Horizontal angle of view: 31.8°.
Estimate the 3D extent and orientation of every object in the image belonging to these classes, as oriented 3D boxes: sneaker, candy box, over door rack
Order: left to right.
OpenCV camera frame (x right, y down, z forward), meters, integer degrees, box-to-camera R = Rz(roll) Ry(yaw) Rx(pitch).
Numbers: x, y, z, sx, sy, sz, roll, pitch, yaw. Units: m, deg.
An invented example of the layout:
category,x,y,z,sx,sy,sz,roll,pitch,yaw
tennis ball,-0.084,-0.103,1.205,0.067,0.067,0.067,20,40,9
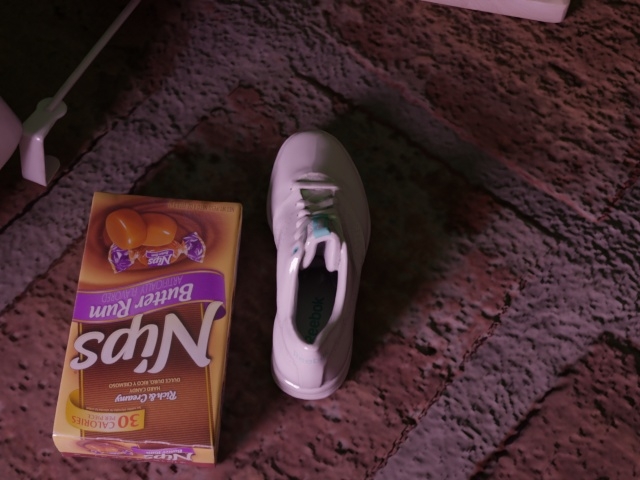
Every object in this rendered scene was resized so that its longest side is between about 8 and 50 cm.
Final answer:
category,x,y,z,sx,sy,sz,roll,pitch,yaw
over door rack,-0.253,-0.230,0.900,0.239,0.108,0.324,21,64,8
candy box,-0.117,0.060,0.789,0.109,0.053,0.187,4,64,-2
sneaker,0.000,0.000,0.802,0.080,0.094,0.212,0,62,-2

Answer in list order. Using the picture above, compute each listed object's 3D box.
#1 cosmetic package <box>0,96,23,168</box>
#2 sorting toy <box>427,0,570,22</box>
category,x,y,z,sx,sy,sz,roll,pitch,yaw
cosmetic package,-0.440,-0.078,0.621,0.327,0.394,0.329,30,78,12
sorting toy,0.108,-0.338,0.984,0.255,0.089,0.257,10,63,3
